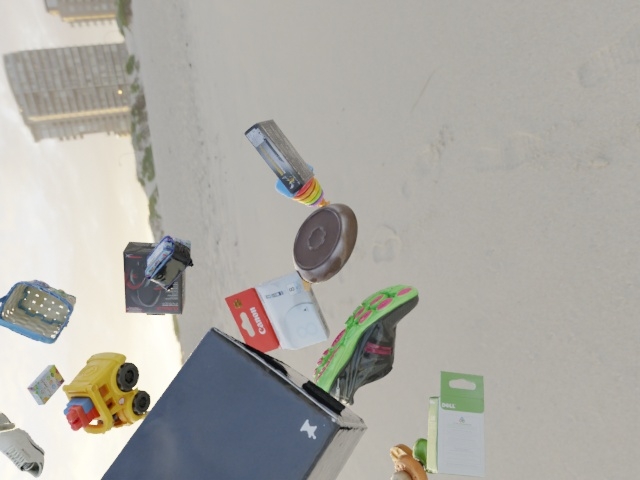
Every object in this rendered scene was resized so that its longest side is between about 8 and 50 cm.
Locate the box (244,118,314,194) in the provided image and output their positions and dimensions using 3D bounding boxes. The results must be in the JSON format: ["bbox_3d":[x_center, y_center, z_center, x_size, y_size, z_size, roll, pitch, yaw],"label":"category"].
[{"bbox_3d":[-0.121,-0.264,1.478,0.231,0.056,0.183,52,-163,-9],"label":"box"}]

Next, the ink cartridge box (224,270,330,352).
[{"bbox_3d":[-0.191,0.326,2.023,0.091,0.385,0.308,-61,-51,-75],"label":"ink cartridge box"}]

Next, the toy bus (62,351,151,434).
[{"bbox_3d":[-0.596,0.450,1.299,0.211,0.149,0.220,-57,-45,-60],"label":"toy bus"}]

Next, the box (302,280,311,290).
[{"bbox_3d":[-0.054,0.116,1.830,0.081,0.028,0.136,-76,-20,-53],"label":"box"}]

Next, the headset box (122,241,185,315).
[{"bbox_3d":[-0.640,0.161,1.854,0.110,0.218,0.293,-108,24,-66],"label":"headset box"}]

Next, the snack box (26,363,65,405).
[{"bbox_3d":[-1.163,0.611,2.023,0.141,0.037,0.100,-71,-33,-61],"label":"snack box"}]

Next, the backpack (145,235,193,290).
[{"bbox_3d":[-0.515,0.056,1.627,0.117,0.158,0.173,35,-161,-29],"label":"backpack"}]

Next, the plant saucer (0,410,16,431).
[{"bbox_3d":[-1.087,0.504,1.339,0.400,0.400,0.100,114,152,-69],"label":"plant saucer"}]

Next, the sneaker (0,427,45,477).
[{"bbox_3d":[-1.070,0.753,1.694,0.095,0.090,0.235,47,168,54],"label":"sneaker"}]

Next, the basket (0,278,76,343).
[{"bbox_3d":[-1.040,0.261,1.722,0.201,0.255,0.289,-58,16,10],"label":"basket"}]

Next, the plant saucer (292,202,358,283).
[{"bbox_3d":[0.000,0.000,1.693,0.310,0.050,0.310,-27,49,37],"label":"plant saucer"}]

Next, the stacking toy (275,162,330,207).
[{"bbox_3d":[-0.045,-0.218,2.184,0.302,0.175,0.166,37,179,-42],"label":"stacking toy"}]

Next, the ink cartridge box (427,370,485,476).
[{"bbox_3d":[0.300,0.403,1.054,0.062,0.109,0.209,117,161,-69],"label":"ink cartridge box"}]

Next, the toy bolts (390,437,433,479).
[{"bbox_3d":[0.260,0.712,1.361,0.228,0.158,0.218,61,146,4],"label":"toy bolts"}]

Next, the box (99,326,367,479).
[{"bbox_3d":[-0.167,0.484,0.944,0.297,0.480,0.472,31,167,19],"label":"box"}]

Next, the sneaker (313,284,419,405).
[{"bbox_3d":[0.175,0.351,1.621,0.202,0.483,0.185,38,-175,-13],"label":"sneaker"}]
